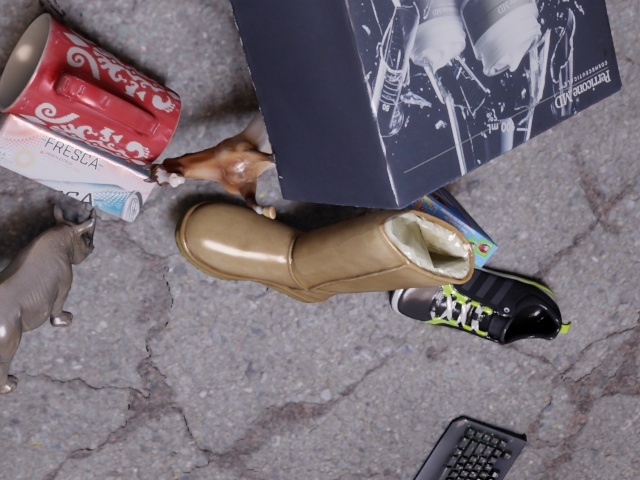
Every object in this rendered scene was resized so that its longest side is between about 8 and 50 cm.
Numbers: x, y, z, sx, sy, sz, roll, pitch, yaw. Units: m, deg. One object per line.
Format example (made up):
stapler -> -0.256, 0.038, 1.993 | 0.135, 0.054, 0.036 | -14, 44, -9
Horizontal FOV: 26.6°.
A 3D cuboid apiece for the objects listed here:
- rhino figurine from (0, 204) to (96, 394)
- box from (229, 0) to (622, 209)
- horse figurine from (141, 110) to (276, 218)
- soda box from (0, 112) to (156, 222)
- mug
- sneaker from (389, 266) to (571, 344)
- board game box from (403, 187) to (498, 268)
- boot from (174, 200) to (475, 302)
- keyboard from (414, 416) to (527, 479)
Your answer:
rhino figurine -> -0.308, 0.046, 1.486 | 0.073, 0.243, 0.106 | 15, 138, 21
box -> 0.100, -0.238, 1.318 | 0.343, 0.179, 0.312 | -29, 113, -34
horse figurine -> -0.040, -0.110, 1.449 | 0.263, 0.174, 0.066 | -40, 124, -24
soda box -> -0.276, -0.090, 1.496 | 0.183, 0.058, 0.063 | 25, 110, -25
mug -> -0.240, -0.141, 1.429 | 0.169, 0.150, 0.113 | 26, 119, -30
sneaker -> 0.205, 0.081, 1.693 | 0.234, 0.097, 0.084 | 4, 117, -17
board game box -> 0.091, -0.064, 1.545 | 0.211, 0.160, 0.039 | 34, 102, -27
boot -> 0.000, 0.000, 1.505 | 0.236, 0.269, 0.089 | 18, 74, -31
keyboard -> 0.199, 0.398, 1.909 | 0.201, 0.033, 0.317 | 19, 113, -23
